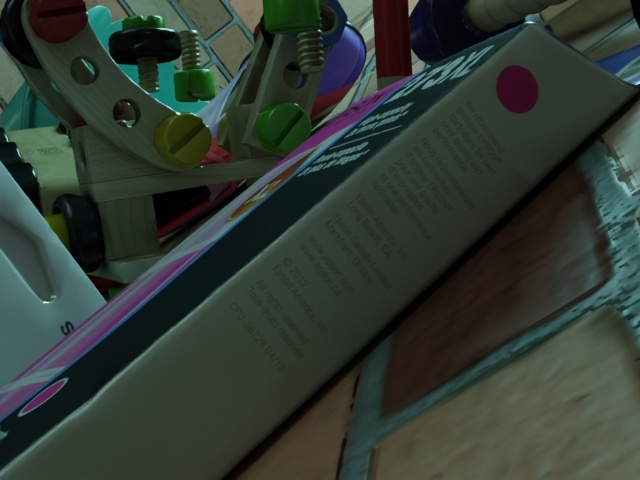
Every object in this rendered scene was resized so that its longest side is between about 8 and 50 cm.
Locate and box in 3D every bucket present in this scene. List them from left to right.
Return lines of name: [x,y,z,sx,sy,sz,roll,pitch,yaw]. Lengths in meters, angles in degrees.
bucket: [-0.280,-0.156,1.589,0.183,0.281,0.281,-43,8,19]

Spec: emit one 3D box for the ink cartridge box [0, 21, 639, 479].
ink cartridge box: [0.000,0.000,0.535,0.371,0.069,0.176,-39,10,-22]

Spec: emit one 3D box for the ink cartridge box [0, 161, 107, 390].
ink cartridge box: [-0.277,0.072,0.701,0.289,0.211,0.121,-29,12,37]

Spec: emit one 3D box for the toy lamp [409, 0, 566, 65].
toy lamp: [0.132,-0.157,0.732,0.080,0.080,0.275,-40,10,-19]

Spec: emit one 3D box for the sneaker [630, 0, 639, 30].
sneaker: [0.170,-0.121,0.498,0.085,0.058,0.152,-22,22,25]

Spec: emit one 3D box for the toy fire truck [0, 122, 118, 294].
toy fire truck: [-0.283,0.021,1.176,0.159,0.246,0.217,-9,22,-23]

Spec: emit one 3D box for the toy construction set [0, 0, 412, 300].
toy construction set: [-0.069,-0.067,0.837,0.309,0.237,0.257,-5,-1,40]

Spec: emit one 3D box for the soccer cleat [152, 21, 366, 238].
soccer cleat: [-0.082,-0.101,1.186,0.318,0.108,0.116,-34,30,10]
